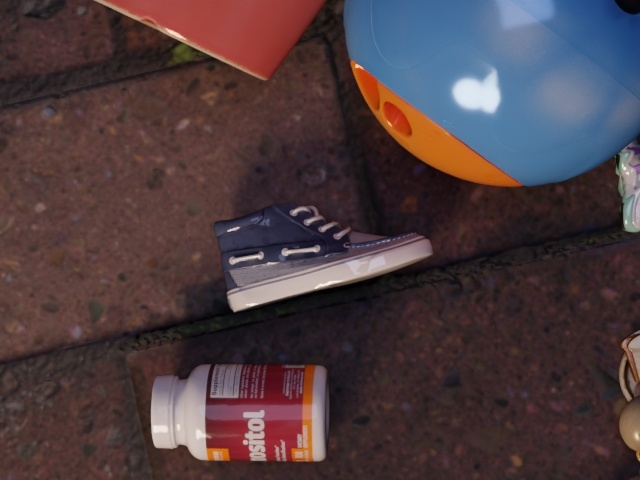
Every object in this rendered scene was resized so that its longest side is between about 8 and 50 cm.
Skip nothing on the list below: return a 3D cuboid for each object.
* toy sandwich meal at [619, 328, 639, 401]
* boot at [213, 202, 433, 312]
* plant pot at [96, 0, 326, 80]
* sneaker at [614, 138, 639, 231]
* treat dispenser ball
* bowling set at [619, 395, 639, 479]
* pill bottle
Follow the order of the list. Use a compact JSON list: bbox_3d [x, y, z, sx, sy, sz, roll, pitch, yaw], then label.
[{"bbox_3d":[0.304,0.116,1.570,0.086,0.029,0.085,0,82,3],"label":"toy sandwich meal"},{"bbox_3d":[0.000,0.000,1.582,0.190,0.069,0.086,-15,85,3],"label":"boot"},{"bbox_3d":[-0.081,-0.288,1.542,0.275,0.275,0.243,26,93,6],"label":"plant pot"},{"bbox_3d":[0.302,-0.058,1.592,0.069,0.038,0.098,-4,92,1],"label":"sneaker"},{"bbox_3d":[0.163,-0.188,1.488,0.288,0.288,0.288,0,82,3],"label":"treat dispenser ball"},{"bbox_3d":[0.287,0.260,1.467,0.154,0.200,0.287,8,83,7],"label":"bowling set"},{"bbox_3d":[-0.069,0.151,1.558,0.152,0.086,0.086,0,82,4],"label":"pill bottle"}]
